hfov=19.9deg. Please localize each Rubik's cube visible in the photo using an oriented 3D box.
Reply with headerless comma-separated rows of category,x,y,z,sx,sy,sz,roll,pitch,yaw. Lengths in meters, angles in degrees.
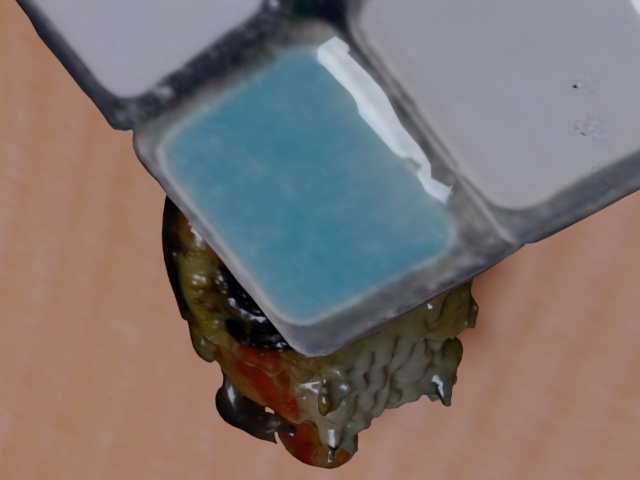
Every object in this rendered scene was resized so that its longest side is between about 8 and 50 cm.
Rubik's cube,0.056,-0.174,0.389,0.259,0.256,0.253,-27,105,39

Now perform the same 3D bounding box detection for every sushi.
sushi,0.004,0.001,0.639,0.103,0.097,0.226,21,143,22
